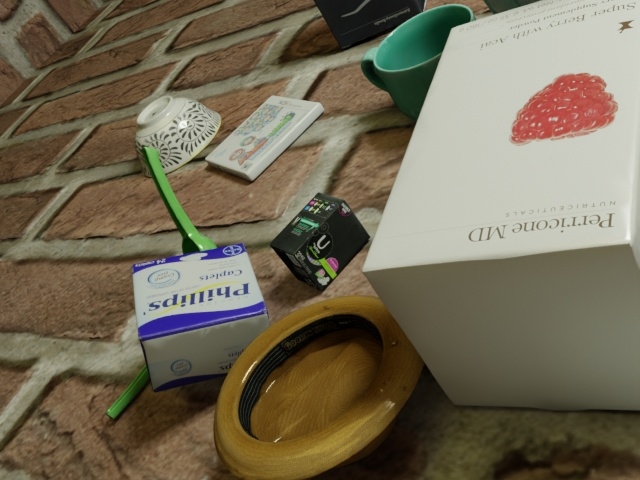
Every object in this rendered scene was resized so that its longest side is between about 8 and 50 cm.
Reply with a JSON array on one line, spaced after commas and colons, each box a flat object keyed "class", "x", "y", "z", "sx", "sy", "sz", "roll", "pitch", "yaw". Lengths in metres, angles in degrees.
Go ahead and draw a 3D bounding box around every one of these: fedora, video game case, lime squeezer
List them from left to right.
[{"class": "lime squeezer", "x": -0.171, "y": 0.052, "z": 0.821, "sx": 0.058, "sy": 0.110, "sz": 0.311, "roll": -3, "pitch": 76, "yaw": 42}, {"class": "video game case", "x": -0.088, "y": -0.160, "z": 1.070, "sx": 0.157, "sy": 0.019, "sz": 0.143, "roll": -47, "pitch": 35, "yaw": -14}, {"class": "fedora", "x": 0.006, "y": 0.132, "z": 0.585, "sx": 0.194, "sy": 0.079, "sz": 0.194, "roll": -20, "pitch": 33, "yaw": 14}]

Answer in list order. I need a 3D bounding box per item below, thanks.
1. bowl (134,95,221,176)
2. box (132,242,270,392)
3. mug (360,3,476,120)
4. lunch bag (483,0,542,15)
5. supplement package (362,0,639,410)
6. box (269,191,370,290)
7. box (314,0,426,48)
[{"class": "bowl", "x": -0.263, "y": -0.195, "z": 1.214, "sx": 0.170, "sy": 0.080, "sz": 0.170, "roll": -23, "pitch": 37, "yaw": 19}, {"class": "box", "x": -0.123, "y": 0.075, "z": 0.730, "sx": 0.126, "sy": 0.072, "sz": 0.137, "roll": -12, "pitch": 33, "yaw": -12}, {"class": "mug", "x": 0.138, "y": -0.213, "z": 0.866, "sx": 0.129, "sy": 0.097, "sz": 0.158, "roll": -36, "pitch": 33, "yaw": 1}, {"class": "lunch bag", "x": 0.247, "y": -0.249, "z": 0.658, "sx": 0.108, "sy": 0.279, "sz": 0.224, "roll": -47, "pitch": 24, "yaw": -16}, {"class": "supplement package", "x": 0.181, "y": -0.039, "z": 0.548, "sx": 0.177, "sy": 0.175, "sz": 0.293, "roll": -8, "pitch": 43, "yaw": 34}, {"class": "box", "x": 0.000, "y": 0.000, "z": 0.762, "sx": 0.083, "sy": 0.062, "sz": 0.052, "roll": -47, "pitch": 34, "yaw": -16}, {"class": "box", "x": 0.058, "y": -0.433, "z": 1.103, "sx": 0.153, "sy": 0.207, "sz": 0.108, "roll": -14, "pitch": 39, "yaw": 28}]
